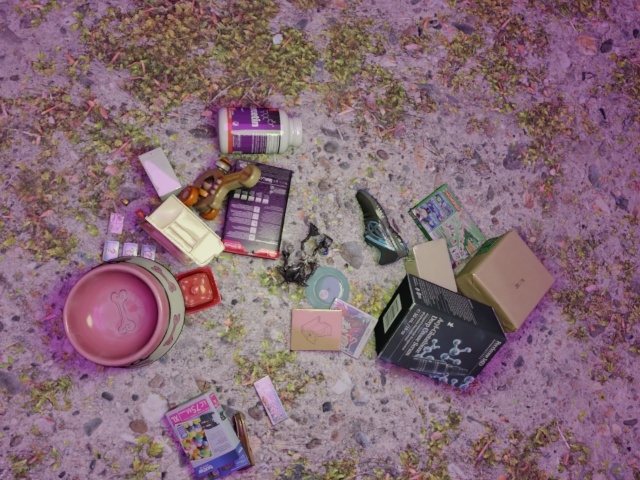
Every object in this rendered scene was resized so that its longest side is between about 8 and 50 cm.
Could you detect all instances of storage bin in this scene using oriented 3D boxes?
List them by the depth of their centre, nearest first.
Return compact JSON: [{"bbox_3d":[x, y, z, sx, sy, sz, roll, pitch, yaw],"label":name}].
[{"bbox_3d":[-0.499,-0.022,1.644,0.260,0.262,0.123,46,69,-18],"label":"storage bin"}]

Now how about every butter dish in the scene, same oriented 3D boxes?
[{"bbox_3d":[-0.467,0.185,1.721,0.160,0.118,0.160,-17,87,-14],"label":"butter dish"}]

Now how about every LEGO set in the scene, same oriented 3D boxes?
[{"bbox_3d":[-0.706,-0.036,1.730,0.182,0.060,0.244,8,80,-16],"label":"LEGO set"}]

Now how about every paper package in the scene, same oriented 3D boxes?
[{"bbox_3d":[0.776,0.172,1.955,0.325,0.168,0.309,-40,93,-24],"label":"paper package"}]

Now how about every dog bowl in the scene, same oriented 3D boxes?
[{"bbox_3d":[-0.693,0.253,1.602,0.408,0.150,0.408,0,86,0],"label":"dog bowl"}]

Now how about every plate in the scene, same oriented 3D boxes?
[{"bbox_3d":[0.032,0.201,1.882,0.188,0.024,0.188,2,82,-14],"label":"plate"}]

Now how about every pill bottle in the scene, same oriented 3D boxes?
[{"bbox_3d":[-0.242,-0.434,1.823,0.323,0.181,0.181,-3,83,-13],"label":"pill bottle"}]

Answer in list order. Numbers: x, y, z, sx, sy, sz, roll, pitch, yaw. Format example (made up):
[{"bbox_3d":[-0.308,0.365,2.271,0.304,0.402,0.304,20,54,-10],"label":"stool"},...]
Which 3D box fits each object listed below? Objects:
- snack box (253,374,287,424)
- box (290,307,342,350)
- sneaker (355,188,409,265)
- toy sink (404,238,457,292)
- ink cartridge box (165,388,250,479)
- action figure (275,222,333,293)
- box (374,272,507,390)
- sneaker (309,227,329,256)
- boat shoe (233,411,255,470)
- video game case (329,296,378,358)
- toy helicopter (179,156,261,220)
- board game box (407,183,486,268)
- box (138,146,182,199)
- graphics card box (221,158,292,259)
[{"bbox_3d":[-0.193,0.615,1.775,0.064,0.022,0.178,-25,89,-16],"label":"snack box"},{"bbox_3d":[-0.015,0.354,1.826,0.201,0.021,0.164,2,87,-1],"label":"box"},{"bbox_3d":[0.225,-0.056,1.909,0.139,0.125,0.341,-32,79,11],"label":"sneaker"},{"bbox_3d":[0.452,0.122,1.934,0.152,0.131,0.234,-15,91,-14],"label":"toy sink"},{"bbox_3d":[-0.406,0.716,1.660,0.185,0.065,0.311,-28,91,10],"label":"ink cartridge box"},{"bbox_3d":[-0.069,0.074,1.821,0.164,0.141,0.276,34,103,-14],"label":"action figure"},{"bbox_3d":[0.452,0.357,1.795,0.395,0.212,0.293,21,117,-9],"label":"box"},{"bbox_3d":[0.000,0.000,1.883,0.052,0.058,0.135,-29,89,-15],"label":"sneaker"},{"bbox_3d":[-0.300,0.749,1.706,0.073,0.073,0.207,-12,85,-16],"label":"boat shoe"},{"bbox_3d":[0.106,0.355,1.863,0.201,0.023,0.183,28,87,-8],"label":"video game case"},{"bbox_3d":[-0.353,-0.225,1.715,0.140,0.355,0.235,37,54,-43],"label":"toy helicopter"},{"bbox_3d":[0.560,-0.062,2.026,0.213,0.046,0.317,-36,91,-16],"label":"board game box"},{"bbox_3d":[-0.601,-0.244,1.742,0.091,0.130,0.170,-28,89,-16],"label":"box"},{"bbox_3d":[-0.254,-0.119,1.824,0.232,0.094,0.371,9,82,-11],"label":"graphics card box"}]
